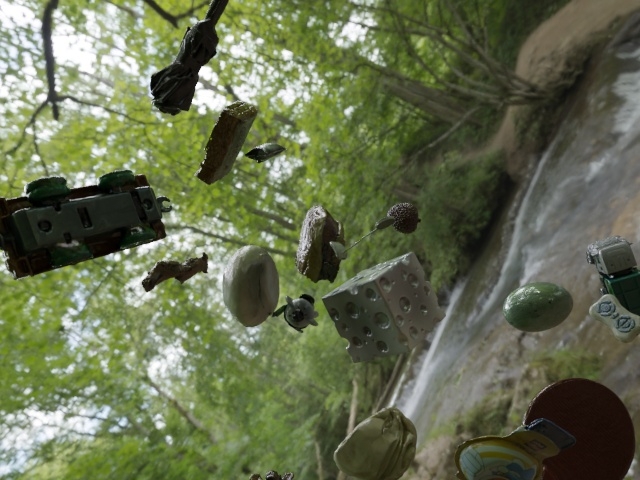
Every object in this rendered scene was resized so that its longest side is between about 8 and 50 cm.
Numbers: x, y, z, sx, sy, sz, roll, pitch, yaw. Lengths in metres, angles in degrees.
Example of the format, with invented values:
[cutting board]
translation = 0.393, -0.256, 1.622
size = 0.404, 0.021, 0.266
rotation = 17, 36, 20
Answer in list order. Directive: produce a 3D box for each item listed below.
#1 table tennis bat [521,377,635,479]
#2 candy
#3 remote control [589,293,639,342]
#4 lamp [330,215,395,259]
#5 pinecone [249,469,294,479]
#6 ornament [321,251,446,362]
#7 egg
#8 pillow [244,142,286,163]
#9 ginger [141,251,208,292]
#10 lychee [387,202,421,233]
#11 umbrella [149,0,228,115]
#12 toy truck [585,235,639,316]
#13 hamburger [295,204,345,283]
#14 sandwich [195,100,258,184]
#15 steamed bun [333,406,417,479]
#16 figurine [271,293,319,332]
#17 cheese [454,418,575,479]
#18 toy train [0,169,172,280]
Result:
[table tennis bat]
translation = 0.603, 0.523, 1.267
size = 0.415, 0.268, 0.051
rotation = -41, -13, -15
[candy]
translation = -0.260, 0.167, 1.847
size = 0.295, 0.185, 0.295
rotation = -3, -90, -72
[remote control]
translation = 0.710, 0.185, 1.230
size = 0.074, 0.122, 0.032
rotation = -47, -51, 10
[lamp]
translation = 0.104, -0.018, 1.285
size = 0.050, 0.056, 0.198
rotation = 5, -33, -45
[pinecone]
translation = -0.088, 0.536, 0.961
size = 0.169, 0.185, 0.212
rotation = -24, -68, -20
[ornament]
translation = 0.200, 0.211, 1.616
size = 0.239, 0.239, 0.240
rotation = -25, 2, 44
[egg]
translation = 0.760, 0.232, 1.797
size = 0.169, 0.236, 0.169
rotation = -12, -90, -86
[pillow]
translation = -0.183, -0.298, 1.721
size = 0.091, 0.055, 0.136
rotation = -22, 11, 37
[ginger]
translation = -0.573, 0.123, 2.027
size = 0.290, 0.084, 0.122
rotation = -18, -42, -37
[lychee]
translation = 0.323, -0.087, 1.993
size = 0.123, 0.129, 0.123
rotation = -1, -89, -56
[umbrella]
translation = -0.320, -0.473, 1.292
size = 0.340, 0.118, 0.118
rotation = -61, -13, 7
[toy truck]
translation = 0.779, 0.120, 1.316
size = 0.124, 0.114, 0.253
rotation = -32, -79, -75
[hamburger]
translation = 0.000, 0.000, 1.652
size = 0.309, 0.132, 0.211
rotation = -101, 21, -70
[sandwich]
translation = -0.302, -0.323, 1.684
size = 0.251, 0.087, 0.226
rotation = -59, 6, 25
[steamed bun]
translation = 0.217, 0.730, 1.772
size = 0.276, 0.203, 0.289
rotation = -47, -31, 3
[figurine]
translation = -0.068, 0.243, 1.727
size = 0.126, 0.147, 0.192
rotation = -55, -5, 3
[cheese]
translation = 0.380, 0.435, 1.034
size = 0.270, 0.177, 0.069
rotation = -53, 7, 34
[toy train]
translation = -0.539, -0.035, 1.153
size = 0.429, 0.249, 0.178
rotation = -21, -88, -48
